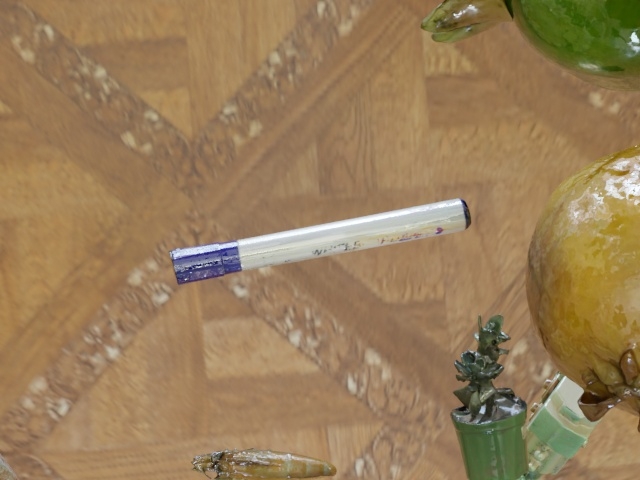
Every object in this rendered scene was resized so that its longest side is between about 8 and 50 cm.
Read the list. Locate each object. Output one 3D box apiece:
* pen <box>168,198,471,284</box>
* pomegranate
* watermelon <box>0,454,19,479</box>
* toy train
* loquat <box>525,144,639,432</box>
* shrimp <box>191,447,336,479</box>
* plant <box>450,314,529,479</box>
[{"bbox_3d":[0.000,0.000,1.373,0.269,0.033,0.033,-10,77,-4],"label":"pen"},{"bbox_3d":[0.238,-0.288,1.462,0.358,0.216,0.310,-16,81,21],"label":"pomegranate"},{"bbox_3d":[-0.292,0.213,1.277,0.098,0.121,0.158,-26,107,1],"label":"watermelon"},{"bbox_3d":[0.271,0.205,1.743,0.081,0.194,0.125,35,50,10],"label":"toy train"},{"bbox_3d":[0.264,0.026,1.152,0.238,0.193,0.238,4,52,-5],"label":"loquat"},{"bbox_3d":[-0.073,0.234,1.621,0.178,0.124,0.034,6,82,-30],"label":"shrimp"},{"bbox_3d":[0.103,0.096,0.957,0.051,0.051,0.102,-8,98,0],"label":"plant"}]
